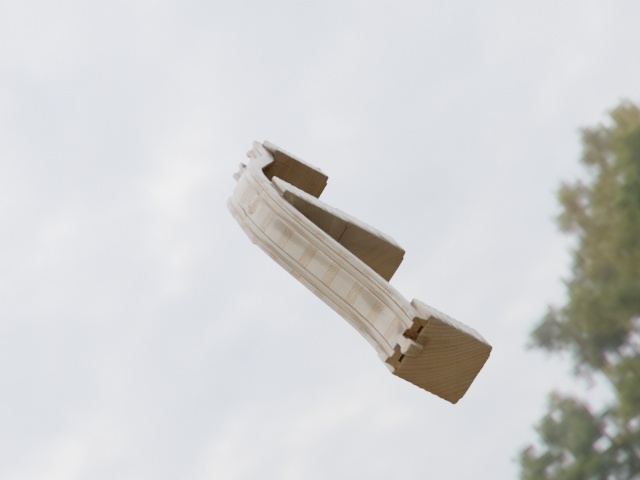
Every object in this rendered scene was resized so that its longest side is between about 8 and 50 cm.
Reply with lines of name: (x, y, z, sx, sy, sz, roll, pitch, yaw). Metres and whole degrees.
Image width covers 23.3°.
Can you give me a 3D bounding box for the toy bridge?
toy bridge: (0.000, 0.000, 0.577, 0.063, 0.188, 0.026, 28, -80, -27)
